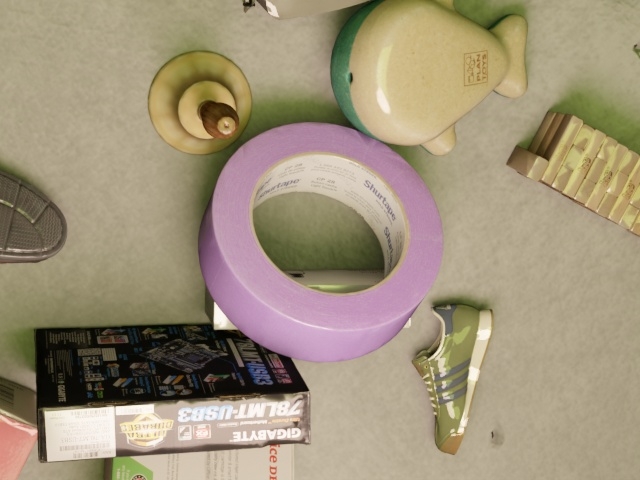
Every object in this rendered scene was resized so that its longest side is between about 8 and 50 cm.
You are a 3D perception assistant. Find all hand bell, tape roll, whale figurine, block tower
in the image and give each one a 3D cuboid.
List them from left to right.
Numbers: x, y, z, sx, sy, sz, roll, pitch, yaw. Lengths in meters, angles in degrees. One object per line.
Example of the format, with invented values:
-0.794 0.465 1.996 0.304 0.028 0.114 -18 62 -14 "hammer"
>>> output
-0.123 -0.141 1.792 0.126 0.242 0.126 -2 102 -10 "hand bell"
0.000 0.000 1.843 0.274 0.090 0.275 7 60 -13 "tape roll"
0.128 -0.211 1.893 0.272 0.141 0.216 -14 108 -36 "whale figurine"
0.405 -0.052 1.985 0.335 0.091 0.097 26 94 -15 "block tower"

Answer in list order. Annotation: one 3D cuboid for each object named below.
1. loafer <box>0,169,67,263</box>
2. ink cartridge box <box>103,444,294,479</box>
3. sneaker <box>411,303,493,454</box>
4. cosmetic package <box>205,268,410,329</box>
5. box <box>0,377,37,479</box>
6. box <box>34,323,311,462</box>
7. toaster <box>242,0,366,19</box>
-0.448 -0.036 1.844 0.302 0.095 0.109 14 68 -17 "loafer"
-0.147 0.280 1.906 0.219 0.092 0.160 8 55 -12 "ink cartridge box"
0.154 0.169 1.999 0.086 0.064 0.192 14 98 -5 "sneaker"
-0.017 0.070 1.926 0.239 0.099 0.060 0 101 -11 "cosmetic package"
-0.434 0.276 1.862 0.127 0.148 0.232 26 96 -15 "box"
-0.178 0.165 1.813 0.293 0.295 0.073 -1 104 -11 "box"
-0.010 -0.349 1.823 0.168 0.110 0.186 -14 121 -10 "toaster"
